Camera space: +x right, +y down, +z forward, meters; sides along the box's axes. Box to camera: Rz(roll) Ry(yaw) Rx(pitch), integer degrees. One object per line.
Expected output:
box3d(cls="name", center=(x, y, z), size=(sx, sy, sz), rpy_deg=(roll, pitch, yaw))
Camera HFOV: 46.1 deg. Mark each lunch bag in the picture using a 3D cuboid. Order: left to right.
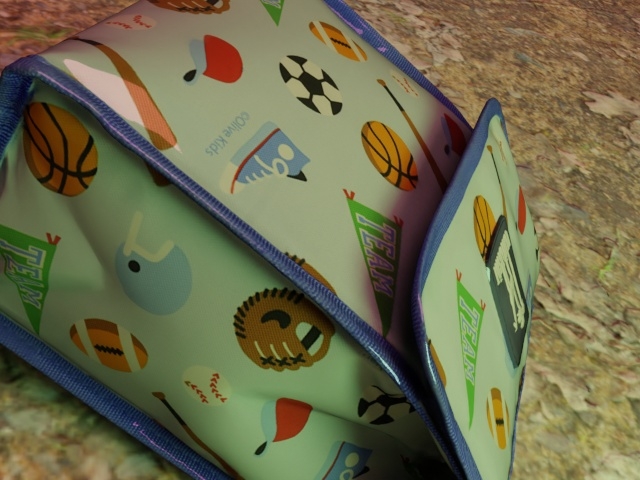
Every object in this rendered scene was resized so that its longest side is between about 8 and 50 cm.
box3d(cls="lunch bag", center=(0.000, 0.000, 0.537), size=(0.385, 0.239, 0.328), rpy_deg=(41, 37, -7))
